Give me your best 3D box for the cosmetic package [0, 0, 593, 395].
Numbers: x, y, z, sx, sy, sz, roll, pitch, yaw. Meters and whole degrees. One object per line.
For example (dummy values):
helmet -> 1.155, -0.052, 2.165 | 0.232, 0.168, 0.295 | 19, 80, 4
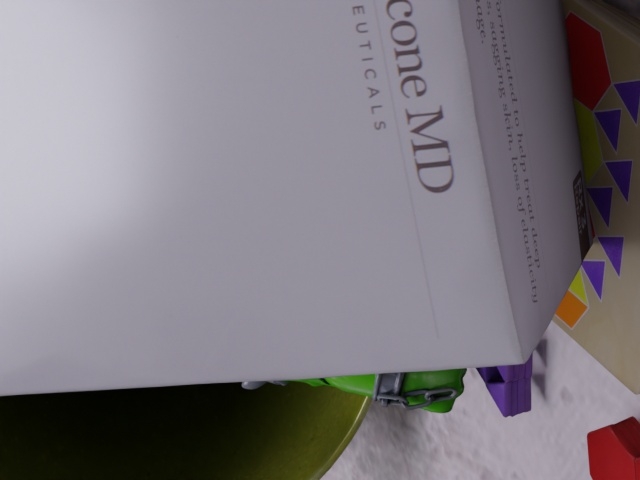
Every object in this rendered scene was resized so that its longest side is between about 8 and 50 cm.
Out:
cosmetic package -> -0.090, -0.056, 0.865 | 0.385, 0.156, 0.217 | -6, 107, 23

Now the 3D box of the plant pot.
plant pot -> -0.128, 0.004, 1.214 | 0.293, 0.274, 0.275 | -125, 26, -66

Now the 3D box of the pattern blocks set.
pattern blocks set -> 0.121, -0.029, 0.905 | 0.285, 0.026, 0.325 | 51, 148, 40

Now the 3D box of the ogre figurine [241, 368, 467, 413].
ogre figurine -> 0.000, 0.000, 1.029 | 0.097, 0.118, 0.197 | -94, -10, -74
